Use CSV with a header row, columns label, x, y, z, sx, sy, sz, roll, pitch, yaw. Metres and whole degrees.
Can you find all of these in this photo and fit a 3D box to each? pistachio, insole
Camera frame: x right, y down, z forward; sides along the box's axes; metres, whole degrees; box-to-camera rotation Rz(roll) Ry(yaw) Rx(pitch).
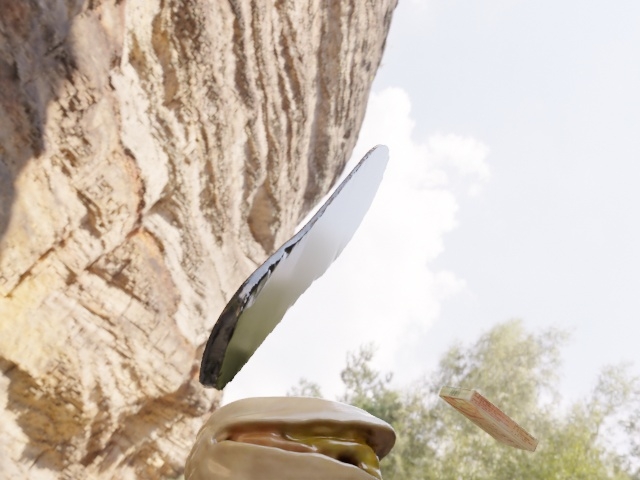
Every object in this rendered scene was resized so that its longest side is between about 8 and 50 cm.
label,x,y,z,sx,sy,sz,roll,pitch,yaw
pistachio,-0.046,0.318,0.899,0.299,0.188,0.188,3,-48,7
insole,0.000,0.000,0.448,0.012,0.309,0.110,27,-57,9

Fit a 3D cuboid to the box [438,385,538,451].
label,x,y,z,sx,sy,sz,roll,pitch,yaw
box,0.171,0.182,0.658,0.093,0.015,0.058,38,-20,-11
